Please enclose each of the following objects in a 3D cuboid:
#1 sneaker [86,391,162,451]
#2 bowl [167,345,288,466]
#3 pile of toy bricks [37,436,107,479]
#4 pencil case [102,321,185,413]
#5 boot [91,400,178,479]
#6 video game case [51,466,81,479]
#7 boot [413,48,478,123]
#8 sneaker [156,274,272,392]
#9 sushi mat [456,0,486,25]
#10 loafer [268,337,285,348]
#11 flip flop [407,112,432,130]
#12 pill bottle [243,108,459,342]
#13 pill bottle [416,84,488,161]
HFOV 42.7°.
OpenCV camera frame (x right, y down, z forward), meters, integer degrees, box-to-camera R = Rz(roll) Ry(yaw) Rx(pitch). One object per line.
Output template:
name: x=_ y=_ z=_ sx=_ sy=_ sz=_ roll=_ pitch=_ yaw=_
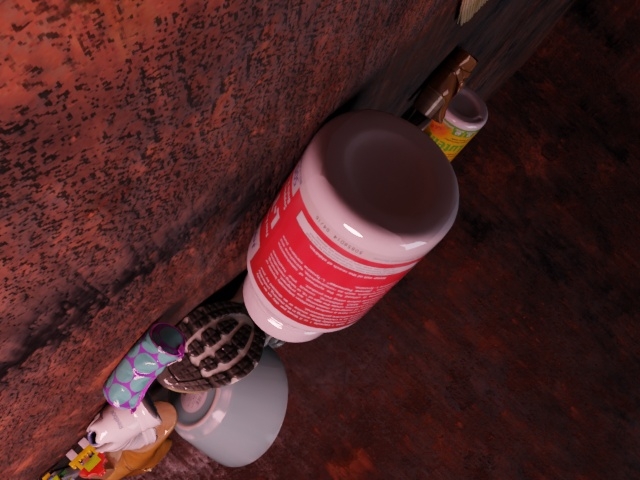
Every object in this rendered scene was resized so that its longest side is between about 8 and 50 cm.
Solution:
sneaker: x=-0.384 y=0.351 z=1.561 sx=0.129 sy=0.111 sz=0.297 roll=-28 pitch=165 yaw=-22
bowl: x=-0.243 y=0.370 z=1.939 sx=0.311 sy=0.311 sz=0.163 roll=-48 pitch=137 yaw=15
pile of toy bricks: x=-0.483 y=0.498 z=1.571 sx=0.212 sy=0.105 sz=0.118 roll=-45 pitch=156 yaw=-22
pencil case: x=-0.274 y=0.198 z=1.273 sx=0.151 sy=0.070 sz=0.064 roll=-47 pitch=176 yaw=25
boot: x=-0.401 y=0.464 z=1.904 sx=0.295 sy=0.104 sz=0.211 roll=-36 pitch=158 yaw=14
video game case: x=-0.601 y=0.557 z=1.704 sx=0.206 sy=0.026 sz=0.227 roll=-45 pitch=176 yaw=-13
boot: x=0.267 y=-0.322 z=1.696 sx=0.152 sy=0.073 sz=0.197 roll=-52 pitch=177 yaw=14
sneaker: x=-0.194 y=0.193 z=1.601 sx=0.182 sy=0.158 sz=0.410 roll=-35 pitch=179 yaw=36
sushi mat: x=0.260 y=-0.407 z=1.186 sx=0.151 sy=0.019 sz=0.316 roll=-48 pitch=176 yaw=5
loafer: x=-0.106 y=0.199 z=2.240 sx=0.112 sy=0.112 sz=0.319 roll=-9 pitch=-166 yaw=25
flip flop: x=0.194 y=-0.212 z=1.875 sx=0.112 sy=0.080 sz=0.277 roll=-40 pitch=176 yaw=-25
pill bottle: x=0.021 y=0.003 z=1.264 sx=0.229 sy=0.229 sz=0.407 roll=-43 pitch=174 yaw=-37
pill bottle: x=0.279 y=-0.253 z=1.959 sx=0.136 sy=0.136 sz=0.245 roll=-43 pitch=174 yaw=-40
